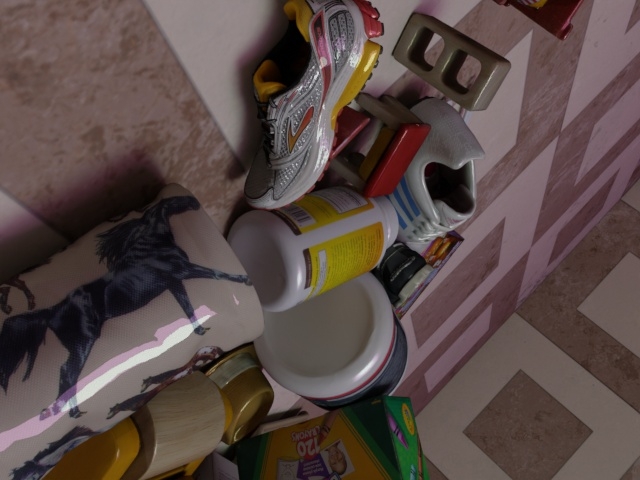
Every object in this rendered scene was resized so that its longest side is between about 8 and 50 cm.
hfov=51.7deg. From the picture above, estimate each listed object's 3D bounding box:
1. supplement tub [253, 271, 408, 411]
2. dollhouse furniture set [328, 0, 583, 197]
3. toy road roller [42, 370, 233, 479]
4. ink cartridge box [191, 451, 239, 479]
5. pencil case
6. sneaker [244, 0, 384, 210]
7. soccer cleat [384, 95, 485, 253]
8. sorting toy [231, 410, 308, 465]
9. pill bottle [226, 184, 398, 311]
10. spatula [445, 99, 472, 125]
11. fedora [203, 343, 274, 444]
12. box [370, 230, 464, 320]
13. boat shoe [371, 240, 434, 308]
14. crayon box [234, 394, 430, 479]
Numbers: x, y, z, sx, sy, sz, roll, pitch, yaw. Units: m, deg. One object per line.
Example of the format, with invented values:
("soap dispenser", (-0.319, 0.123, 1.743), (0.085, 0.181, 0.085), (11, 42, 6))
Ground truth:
("supplement tub", (0.027, 0.150, 0.970), (0.191, 0.191, 0.272), (-46, 155, -6))
("dollhouse furniture set", (0.118, -0.188, 0.666), (0.201, 0.152, 0.374), (-12, 138, -53))
("toy road roller", (-0.212, 0.342, 0.796), (0.329, 0.240, 0.202), (-55, 155, 16))
("ink cartridge box", (-0.185, 0.563, 0.996), (0.285, 0.166, 0.395), (-49, -160, 6))
("pencil case", (-0.228, 0.115, 0.534), (0.410, 0.160, 0.183), (-36, 163, -25))
("sneaker", (-0.032, -0.126, 0.619), (0.093, 0.088, 0.225), (1, 129, -34))
("soccer cleat", (0.145, -0.045, 0.921), (0.116, 0.143, 0.331), (-27, 148, -17))
("sorting toy", (-0.163, 0.465, 1.318), (0.307, 0.041, 0.229), (-53, 160, 10))
("pill bottle", (0.000, 0.000, 0.793), (0.215, 0.117, 0.117), (-20, 144, -46))
("spatula", (0.169, -0.130, 1.008), (0.168, 0.019, 0.242), (-28, 148, -27))
("fedora", (-0.128, 0.242, 0.985), (0.194, 0.079, 0.194), (-37, 154, -22))
("box", (0.129, 0.086, 1.208), (0.293, 0.057, 0.201), (-54, 155, 12))
("boat shoe", (0.117, 0.049, 0.994), (0.084, 0.079, 0.233), (-50, 170, -5))
("crayon box", (0.014, 0.337, 0.936), (0.278, 0.165, 0.081), (-26, 152, 29))
